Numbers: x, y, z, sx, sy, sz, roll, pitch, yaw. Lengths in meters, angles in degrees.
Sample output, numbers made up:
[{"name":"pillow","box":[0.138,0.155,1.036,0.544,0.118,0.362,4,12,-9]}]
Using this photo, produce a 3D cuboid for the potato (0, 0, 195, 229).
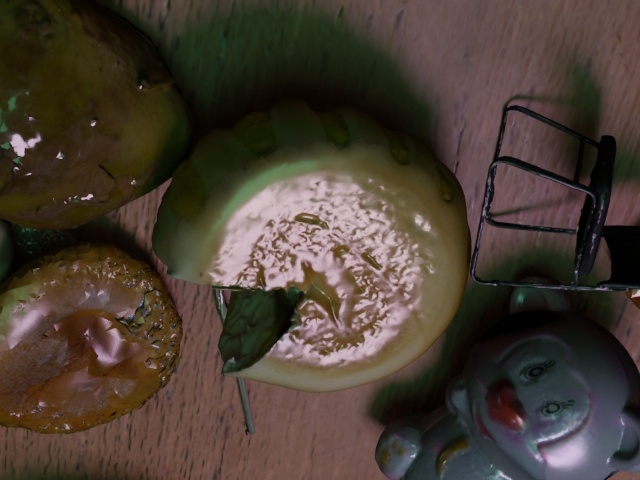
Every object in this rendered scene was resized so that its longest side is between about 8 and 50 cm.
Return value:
[{"name":"potato","box":[-0.270,-0.111,1.152,0.300,0.196,0.246,39,112,-24]}]

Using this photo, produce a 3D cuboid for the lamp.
[{"name":"lamp","box":[0.238,0.213,1.381,0.247,0.247,0.301,8,132,-44]}]

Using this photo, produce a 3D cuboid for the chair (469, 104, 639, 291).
[{"name":"chair","box":[0.274,-0.027,1.231,0.221,0.140,0.145,13,122,9]}]

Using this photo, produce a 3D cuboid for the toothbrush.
[{"name":"toothbrush","box":[-0.100,0.104,1.382,0.028,0.026,0.294,-12,121,-14]}]

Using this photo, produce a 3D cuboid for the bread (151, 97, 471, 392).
[{"name":"bread","box":[0.000,0.000,1.245,0.333,0.160,0.333,-6,124,-10]}]

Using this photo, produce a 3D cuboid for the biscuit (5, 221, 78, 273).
[{"name":"biscuit","box":[-0.310,0.028,1.329,0.120,0.015,0.120,-2,120,-3]}]

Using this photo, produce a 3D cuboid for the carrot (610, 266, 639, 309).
[{"name":"carrot","box":[0.410,0.006,1.325,0.193,0.087,0.087,-27,118,14]}]

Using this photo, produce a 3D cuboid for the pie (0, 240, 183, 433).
[{"name":"pie","box":[-0.268,0.116,1.329,0.273,0.069,0.273,-17,137,-16]}]

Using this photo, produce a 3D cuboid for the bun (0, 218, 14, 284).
[{"name":"bun","box":[-0.410,0.024,1.265,0.183,0.102,0.183,2,118,4]}]
